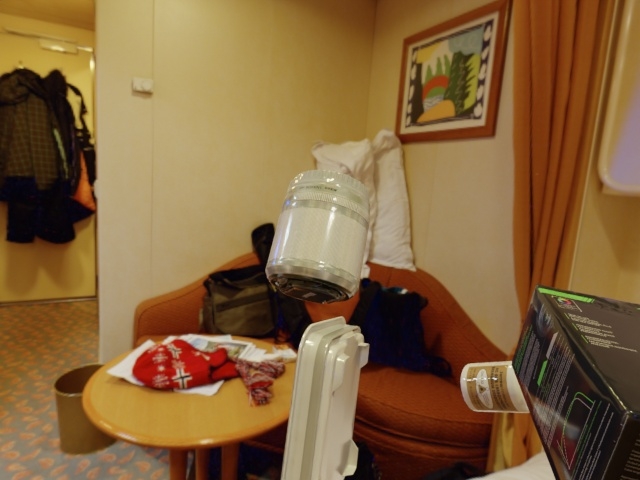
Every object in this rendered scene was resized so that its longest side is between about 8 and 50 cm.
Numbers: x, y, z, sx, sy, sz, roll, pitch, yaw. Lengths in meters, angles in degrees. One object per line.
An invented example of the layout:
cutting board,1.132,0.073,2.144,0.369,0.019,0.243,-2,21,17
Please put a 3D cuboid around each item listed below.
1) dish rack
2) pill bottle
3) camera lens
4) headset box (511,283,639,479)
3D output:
dish rack,0.021,0.311,0.710,0.072,0.333,0.285,5,-5,19
pill bottle,0.511,0.393,1.081,0.131,0.131,0.229,-4,-13,-44
camera lens,0.000,0.000,0.960,0.219,0.274,0.219,11,-20,4
headset box,0.365,0.170,0.417,0.246,0.131,0.283,11,17,12
